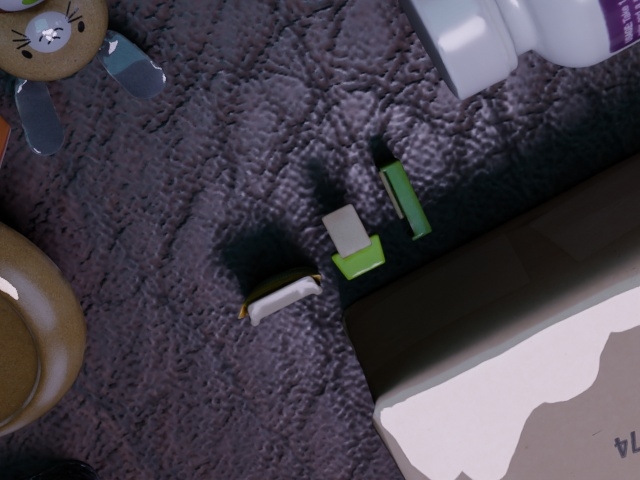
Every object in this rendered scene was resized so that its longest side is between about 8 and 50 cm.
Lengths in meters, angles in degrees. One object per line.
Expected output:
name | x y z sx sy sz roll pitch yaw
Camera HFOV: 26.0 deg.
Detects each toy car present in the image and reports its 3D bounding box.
toy car | -0.180 -0.147 0.888 0.155 0.149 0.188 -28 122 -6

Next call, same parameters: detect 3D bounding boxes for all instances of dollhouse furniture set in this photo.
dollhouse furniture set | 0.000 0.000 0.993 0.152 0.076 0.058 -26 98 2

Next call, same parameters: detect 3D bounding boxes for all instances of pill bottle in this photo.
pill bottle | 0.191 -0.215 0.881 0.301 0.169 0.169 -28 111 3

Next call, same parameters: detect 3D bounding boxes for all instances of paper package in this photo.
paper package | 0.223 0.125 1.011 0.325 0.168 0.309 -28 110 3

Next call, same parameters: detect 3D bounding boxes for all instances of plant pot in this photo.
plant pot | -0.282 0.068 0.959 0.236 0.032 0.236 1 130 1

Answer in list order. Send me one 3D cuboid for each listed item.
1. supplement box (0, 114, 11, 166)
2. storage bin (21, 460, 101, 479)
supplement box | -0.300 -0.116 0.870 0.078 0.080 0.233 -20 131 22
storage bin | -0.233 0.264 1.052 0.180 0.084 0.122 -25 111 2
